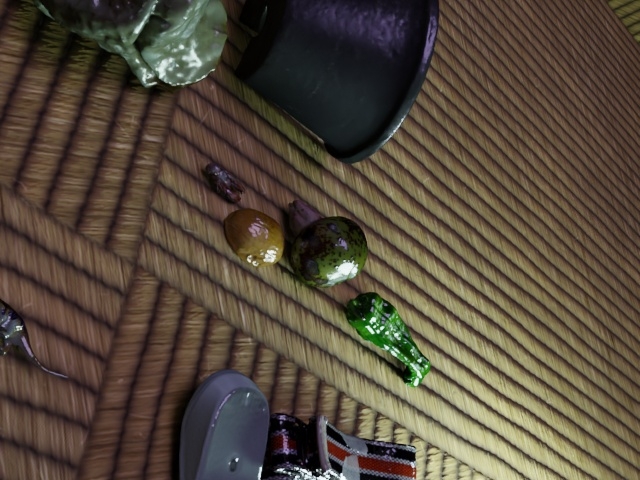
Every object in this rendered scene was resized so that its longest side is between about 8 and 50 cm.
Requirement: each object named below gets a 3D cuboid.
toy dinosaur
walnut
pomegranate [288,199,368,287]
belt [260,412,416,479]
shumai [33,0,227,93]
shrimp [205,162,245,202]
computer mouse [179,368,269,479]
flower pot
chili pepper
[{"bbox_3d":[-0.376,0.105,1.100,0.058,0.037,0.180,-40,104,-47],"label":"toy dinosaur"},{"bbox_3d":[-0.096,-0.008,1.486,0.121,0.052,0.091,30,54,-37],"label":"walnut"},{"bbox_3d":[0.000,0.011,1.562,0.138,0.163,0.126,-24,132,-38],"label":"pomegranate"},{"bbox_3d":[0.032,0.343,1.430,0.359,0.126,0.094,27,48,-47],"label":"belt"},{"bbox_3d":[-0.270,-0.343,1.362,0.263,0.303,0.309,77,11,-53],"label":"shumai"},{"bbox_3d":[-0.151,-0.088,1.476,0.092,0.029,0.038,35,48,-41],"label":"shrimp"},{"bbox_3d":[-0.139,0.294,1.275,0.128,0.079,0.231,23,73,-44],"label":"computer mouse"},{"bbox_3d":[0.009,-0.351,1.599,0.251,0.379,0.379,18,58,-25],"label":"flower pot"},{"bbox_3d":[0.123,0.172,1.650,0.257,0.074,0.100,45,43,-29],"label":"chili pepper"}]
